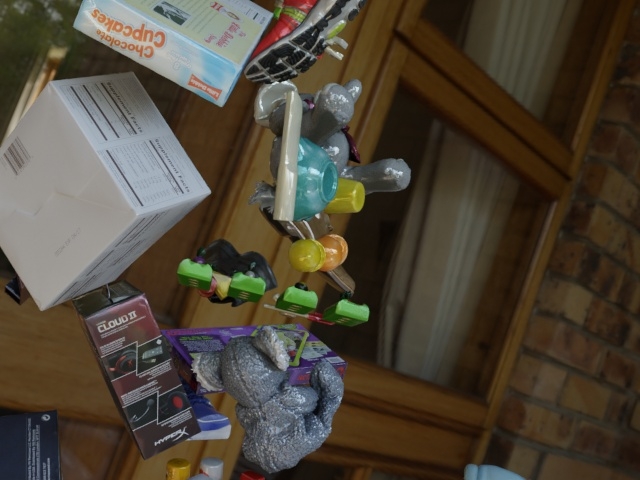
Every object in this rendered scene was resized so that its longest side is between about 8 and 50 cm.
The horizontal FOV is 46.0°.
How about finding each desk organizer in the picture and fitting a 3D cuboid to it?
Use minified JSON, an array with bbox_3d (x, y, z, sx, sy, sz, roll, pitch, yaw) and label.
[{"bbox_3d":[-0.581,0.080,1.468,0.047,0.050,0.130,42,-30,-3],"label":"desk organizer"}]

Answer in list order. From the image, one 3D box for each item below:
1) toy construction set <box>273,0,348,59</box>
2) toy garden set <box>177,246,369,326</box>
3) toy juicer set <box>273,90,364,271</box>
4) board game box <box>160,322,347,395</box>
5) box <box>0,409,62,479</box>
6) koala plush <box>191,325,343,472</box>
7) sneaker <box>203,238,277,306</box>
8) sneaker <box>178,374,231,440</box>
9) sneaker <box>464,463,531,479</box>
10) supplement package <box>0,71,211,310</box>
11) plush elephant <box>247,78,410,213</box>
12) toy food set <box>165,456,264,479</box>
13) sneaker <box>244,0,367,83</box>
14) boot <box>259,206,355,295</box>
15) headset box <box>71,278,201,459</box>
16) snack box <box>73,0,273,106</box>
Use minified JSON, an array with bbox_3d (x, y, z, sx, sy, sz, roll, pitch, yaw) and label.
[{"bbox_3d":[0.001,-0.536,1.524,0.151,0.327,0.215,12,-6,43],"label":"toy construction set"},{"bbox_3d":[-0.069,0.066,1.035,0.245,0.049,0.204,15,-12,-6],"label":"toy garden set"},{"bbox_3d":[-0.033,-0.062,1.184,0.090,0.209,0.329,7,-19,24],"label":"toy juicer set"},{"bbox_3d":[-0.141,0.240,1.574,0.347,0.056,0.208,2,23,-35],"label":"board game box"},{"bbox_3d":[-0.617,0.471,1.358,0.294,0.296,0.182,-3,43,-20],"label":"box"},{"bbox_3d":[-0.093,0.248,1.268,0.196,0.203,0.221,-18,-64,19],"label":"koala plush"},{"bbox_3d":[-0.217,0.075,1.657,0.286,0.130,0.109,8,-52,56],"label":"sneaker"},{"bbox_3d":[-0.324,0.335,1.675,0.128,0.182,0.316,10,-5,-39],"label":"sneaker"},{"bbox_3d":[0.191,0.487,1.048,0.150,0.365,0.135,19,-20,29],"label":"sneaker"},{"bbox_3d":[-0.319,-0.066,1.025,0.204,0.262,0.145,57,35,5],"label":"supplement package"},{"bbox_3d":[0.000,-0.215,1.506,0.330,0.255,0.272,-25,-49,35],"label":"plush elephant"},{"bbox_3d":[-0.153,0.433,1.212,0.232,0.104,0.111,11,9,36],"label":"toy food set"},{"bbox_3d":[-0.036,-0.391,1.334,0.118,0.279,0.107,51,6,24],"label":"sneaker"},{"bbox_3d":[0.000,0.000,1.733,0.305,0.115,0.112,51,-18,-18],"label":"boot"},{"bbox_3d":[-0.332,0.202,1.318,0.110,0.293,0.218,-24,12,-20],"label":"headset box"},{"bbox_3d":[-0.171,-0.286,0.976,0.187,0.060,0.322,27,25,-10],"label":"snack box"}]
